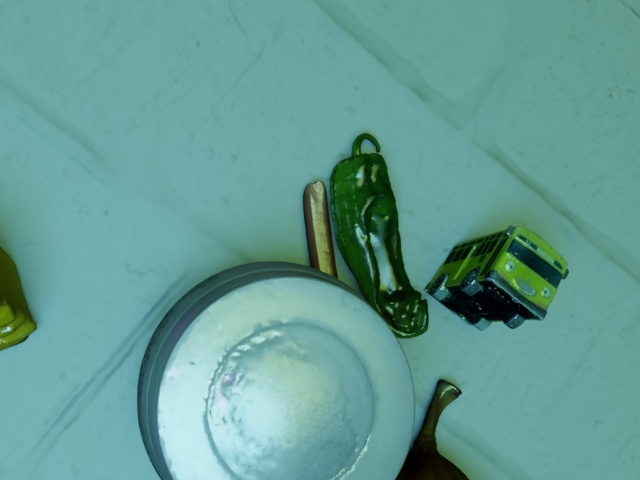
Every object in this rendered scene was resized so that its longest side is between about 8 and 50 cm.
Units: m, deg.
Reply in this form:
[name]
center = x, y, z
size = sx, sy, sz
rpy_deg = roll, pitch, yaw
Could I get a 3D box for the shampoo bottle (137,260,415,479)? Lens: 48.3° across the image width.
[shampoo bottle]
center = -0.047, 0.157, 0.726
size = 0.272, 0.266, 0.273
rpy_deg = 1, 85, -13

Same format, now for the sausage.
[sausage]
center = 0.000, 0.000, 0.875
size = 0.035, 0.030, 0.147
rpy_deg = -5, 85, -11

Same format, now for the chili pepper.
[chili pepper]
center = 0.069, -0.005, 0.876
size = 0.100, 0.074, 0.257
rpy_deg = -15, 92, -18

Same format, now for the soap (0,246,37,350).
[soap]
center = -0.456, 0.088, 0.670
size = 0.324, 0.204, 0.096
rpy_deg = -18, 77, -16

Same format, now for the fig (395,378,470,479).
[fig]
center = 0.125, 0.309, 0.818
size = 0.216, 0.217, 0.321
rpy_deg = 24, 50, -10

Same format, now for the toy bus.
[toy bus]
center = 0.206, 0.044, 0.847
size = 0.088, 0.175, 0.101
rpy_deg = 38, 74, -7
